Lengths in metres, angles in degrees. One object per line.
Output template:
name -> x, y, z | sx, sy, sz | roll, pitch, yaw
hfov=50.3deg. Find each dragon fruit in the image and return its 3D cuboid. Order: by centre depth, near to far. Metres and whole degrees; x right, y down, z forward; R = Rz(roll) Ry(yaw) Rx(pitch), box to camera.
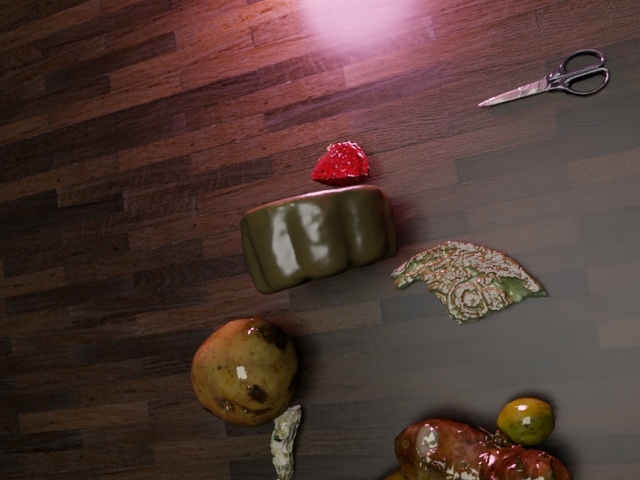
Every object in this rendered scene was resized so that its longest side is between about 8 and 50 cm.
dragon fruit -> 0.067, -0.195, 1.758 | 0.162, 0.083, 0.106 | -5, 73, 31

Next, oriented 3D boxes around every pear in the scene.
pear -> 0.469, 0.412, 1.548 | 0.131, 0.107, 0.107 | -14, 82, 28

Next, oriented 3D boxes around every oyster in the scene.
oyster -> -0.092, 0.528, 1.806 | 0.106, 0.061, 0.200 | 24, 94, 39

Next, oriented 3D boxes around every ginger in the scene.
ginger -> 0.367, 0.506, 1.513 | 0.418, 0.254, 0.176 | 23, 51, 16

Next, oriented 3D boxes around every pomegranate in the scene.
pomegranate -> -0.189, 0.332, 1.735 | 0.281, 0.281, 0.281 | -1, 87, 22

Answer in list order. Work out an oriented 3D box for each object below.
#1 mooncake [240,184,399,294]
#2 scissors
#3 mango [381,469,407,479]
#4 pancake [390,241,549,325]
mooncake -> 0.000, 0.000, 1.624 | 0.378, 0.378, 0.201 | -13, 88, 21
scissors -> 0.522, -0.363, 1.610 | 0.300, 0.022, 0.109 | -16, 78, 22
mango -> 0.201, 0.639, 1.636 | 0.248, 0.151, 0.156 | -28, 120, 6
pancake -> 0.353, 0.107, 1.641 | 0.376, 0.054, 0.197 | 12, 90, 24
